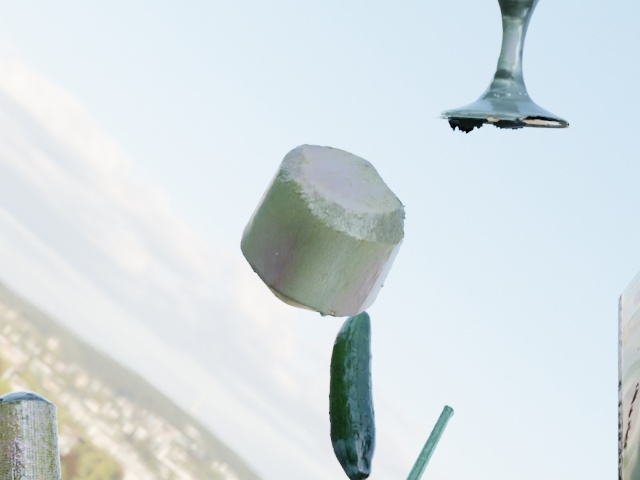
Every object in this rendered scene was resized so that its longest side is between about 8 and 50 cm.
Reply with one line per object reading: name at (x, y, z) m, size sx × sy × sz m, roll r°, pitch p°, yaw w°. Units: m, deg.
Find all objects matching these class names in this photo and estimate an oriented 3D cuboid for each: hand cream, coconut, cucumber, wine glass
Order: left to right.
hand cream at (-0.180, 0.190, 0.781) m, size 0.084 × 0.084 × 0.203 m, roll 90°, pitch -7°, yaw -70°
coconut at (0.000, 0.000, 1.242) m, size 0.147 × 0.153 × 0.147 m, roll 19°, pitch 29°, yaw -11°
cucumber at (0.038, 0.187, 1.497) m, size 0.056 × 0.250 × 0.056 m, roll 0°, pitch -38°, yaw 0°
wine glass at (0.192, -0.262, 1.270) m, size 0.143 × 0.321 × 0.143 m, roll 4°, pitch 6°, yaw 0°

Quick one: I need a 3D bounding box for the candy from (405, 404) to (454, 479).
candy at (0.054, 0.282, 1.181) m, size 0.093 × 0.335 × 0.092 m, roll 40°, pitch -34°, yaw -8°

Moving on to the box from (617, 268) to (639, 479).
box at (0.432, 0.054, 1.233) m, size 0.122 × 0.344 × 0.385 m, roll 24°, pitch -53°, yaw -5°
